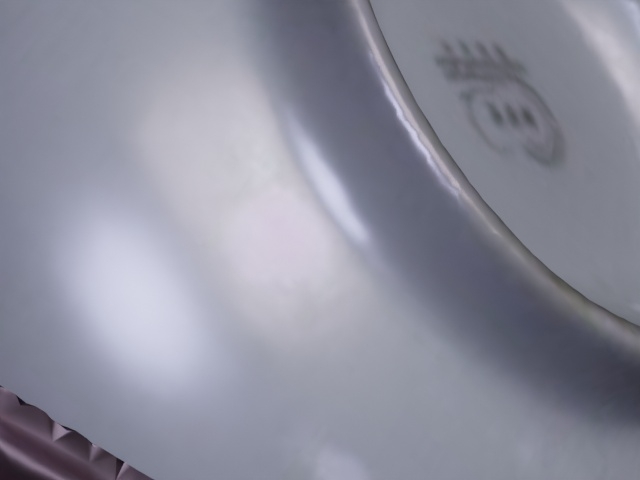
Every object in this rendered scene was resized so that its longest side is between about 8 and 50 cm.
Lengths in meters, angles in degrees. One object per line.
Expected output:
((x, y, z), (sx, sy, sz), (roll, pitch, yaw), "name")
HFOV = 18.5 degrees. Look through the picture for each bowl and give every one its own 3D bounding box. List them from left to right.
((0.000, 0.000, 0.557), (0.354, 0.185, 0.354), (32, 39, -31), "bowl")

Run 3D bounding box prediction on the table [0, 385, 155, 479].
((-0.094, 0.148, 0.328), (0.172, 0.169, 0.193), (34, 34, -18), "table")
